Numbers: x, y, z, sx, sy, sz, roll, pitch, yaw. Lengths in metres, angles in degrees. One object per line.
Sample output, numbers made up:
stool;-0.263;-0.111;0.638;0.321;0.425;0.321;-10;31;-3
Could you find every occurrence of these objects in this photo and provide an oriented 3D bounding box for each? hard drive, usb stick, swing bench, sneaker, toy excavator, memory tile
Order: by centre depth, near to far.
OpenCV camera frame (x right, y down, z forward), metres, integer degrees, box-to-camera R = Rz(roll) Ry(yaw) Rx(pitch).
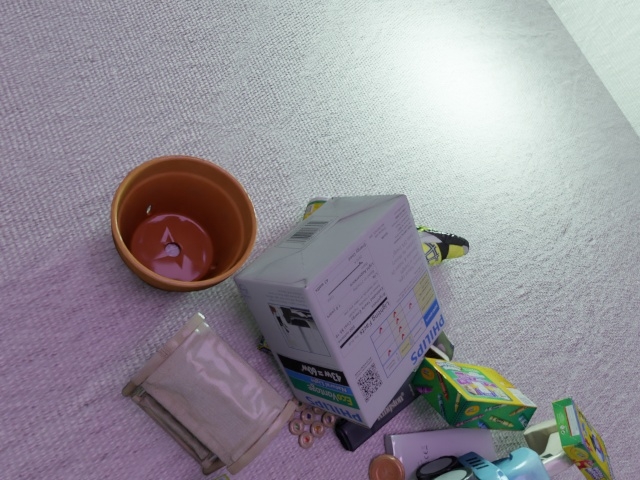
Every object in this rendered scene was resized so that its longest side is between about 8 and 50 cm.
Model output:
swing bench;-0.224;0.305;0.952;0.253;0.255;0.165;45;57;-3
toy excavator;0.464;0.558;1.135;0.445;0.433;0.222;-21;77;-3
memory tile;-0.016;0.401;1.159;0.148;0.012;0.113;-33;86;-34
usb stick;0.151;0.412;1.218;0.278;0.045;0.077;-26;84;-33
hard drive;0.311;0.578;1.228;0.308;0.040;0.202;5;67;-25
sneaker;0.293;0.255;1.352;0.192;0.064;0.086;47;49;-2
sneaker;0.259;0.032;1.407;0.385;0.145;0.147;3;98;-28

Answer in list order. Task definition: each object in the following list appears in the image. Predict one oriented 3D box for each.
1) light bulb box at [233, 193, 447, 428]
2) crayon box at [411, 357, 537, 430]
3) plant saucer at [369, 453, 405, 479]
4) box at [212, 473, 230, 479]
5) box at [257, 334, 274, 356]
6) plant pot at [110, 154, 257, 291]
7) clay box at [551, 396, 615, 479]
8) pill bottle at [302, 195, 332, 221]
light bulb box;0.065;0.137;1.100;0.358;0.225;0.361;-41;119;-36
crayon box;0.387;0.388;1.243;0.279;0.165;0.081;16;105;-32
plant saucer;0.155;0.544;1.153;0.084;0.013;0.083;-4;70;12
box;-0.207;0.550;0.942;0.109;0.042;0.178;-17;111;-30
box;-0.090;0.192;1.188;0.059;0.054;0.168;29;58;-13
plant pot;-0.306;-0.012;1.080;0.291;0.203;0.290;10;65;-22
clay box;0.634;0.494;1.176;0.222;0.053;0.127;48;32;-21
pill bottle;0.000;0.000;1.279;0.118;0.117;0.208;23;60;-16
